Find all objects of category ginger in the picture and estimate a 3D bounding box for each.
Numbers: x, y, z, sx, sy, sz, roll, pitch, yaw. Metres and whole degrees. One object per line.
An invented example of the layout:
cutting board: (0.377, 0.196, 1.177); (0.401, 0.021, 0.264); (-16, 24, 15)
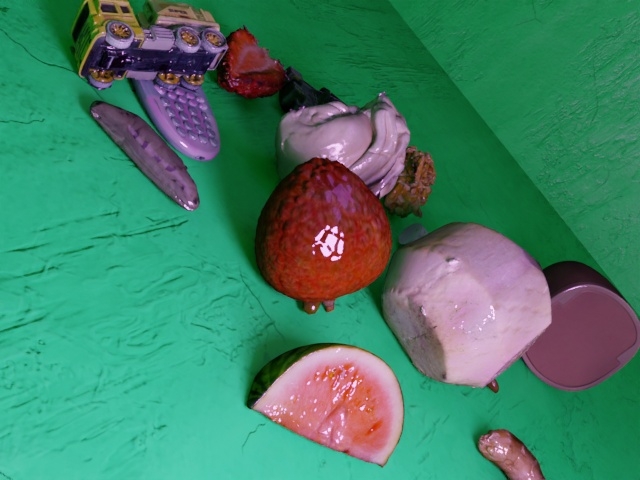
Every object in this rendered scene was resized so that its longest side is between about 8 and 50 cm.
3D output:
ginger: (0.383, 0.438, 1.785); (0.190, 0.069, 0.095); (46, 46, -11)

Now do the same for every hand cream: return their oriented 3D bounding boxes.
hand cream: (0.305, 0.084, 2.194); (0.312, 0.070, 0.111); (48, 21, -24)

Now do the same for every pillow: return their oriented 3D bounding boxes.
pillow: (-0.281, -0.149, 1.514); (0.241, 0.051, 0.093); (45, 24, -6)

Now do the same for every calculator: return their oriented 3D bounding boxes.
calculator: (-0.278, -0.272, 1.710); (0.185, 0.041, 0.299); (11, 47, -55)

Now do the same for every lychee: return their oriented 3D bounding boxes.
lychee: (0.000, 0.000, 1.586); (0.255, 0.300, 0.255); (11, 31, -7)

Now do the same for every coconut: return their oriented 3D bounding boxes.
coconut: (0.298, 0.117, 1.826); (0.352, 0.352, 0.352); (39, 26, -23)

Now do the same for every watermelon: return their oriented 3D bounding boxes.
watermelon: (0.006, 0.231, 1.436); (0.303, 0.159, 0.128); (31, -8, -38)

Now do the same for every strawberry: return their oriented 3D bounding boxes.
strawberry: (-0.158, -0.353, 1.968); (0.174, 0.098, 0.228); (39, 30, -21)

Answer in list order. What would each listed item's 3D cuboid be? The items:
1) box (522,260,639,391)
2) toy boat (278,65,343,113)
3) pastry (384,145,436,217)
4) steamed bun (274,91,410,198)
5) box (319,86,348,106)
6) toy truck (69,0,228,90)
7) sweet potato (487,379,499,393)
box: (0.638, 0.199, 2.308); (0.301, 0.301, 0.216); (43, 20, -16)
toy boat: (0.024, -0.295, 2.200); (0.319, 0.092, 0.141); (32, 31, -36)
pastry: (0.225, -0.146, 2.256); (0.102, 0.154, 0.250); (44, 22, -16)
steamed bun: (0.055, -0.164, 1.887); (0.320, 0.275, 0.206); (-12, 72, -23)
box: (0.049, -0.335, 2.379); (0.126, 0.027, 0.125); (36, 28, -28)
toy truck: (-0.305, -0.363, 1.606); (0.272, 0.124, 0.157); (-6, 59, -39)
sweet potato: (0.325, 0.224, 2.001); (0.059, 0.069, 0.249); (-27, 75, -24)
